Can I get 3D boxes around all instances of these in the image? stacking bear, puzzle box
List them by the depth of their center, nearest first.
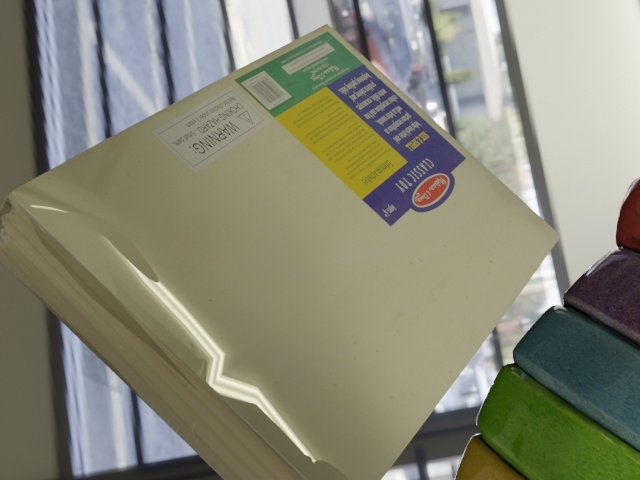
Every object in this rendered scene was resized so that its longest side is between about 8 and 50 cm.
[{"bbox_3d":[0.130,0.132,0.510,0.164,0.289,0.175,34,1,29],"label":"stacking bear"},{"bbox_3d":[0.000,0.000,0.816,0.272,0.052,0.409,43,37,5],"label":"puzzle box"}]
